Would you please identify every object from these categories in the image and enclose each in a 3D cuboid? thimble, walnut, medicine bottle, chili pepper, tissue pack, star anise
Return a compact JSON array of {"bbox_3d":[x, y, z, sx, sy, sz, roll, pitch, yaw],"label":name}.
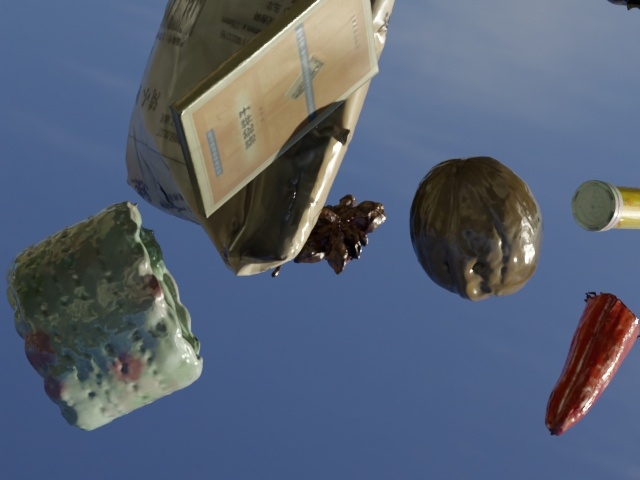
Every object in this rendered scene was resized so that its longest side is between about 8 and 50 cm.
[{"bbox_3d":[-0.215,0.068,1.795,0.149,0.185,0.211,-24,-137,1],"label":"thimble"},{"bbox_3d":[0.163,-0.012,1.908,0.140,0.162,0.140,-9,-129,11],"label":"walnut"},{"bbox_3d":[0.452,-0.048,2.657,0.074,0.074,0.218,30,-162,36],"label":"medicine bottle"},{"bbox_3d":[0.288,0.144,1.992,0.065,0.088,0.169,11,-123,37],"label":"chili pepper"},{"bbox_3d":[-0.076,-0.173,2.102,0.195,0.390,0.375,22,-178,-28],"label":"tissue pack"},{"bbox_3d":[0.000,0.000,2.160,0.097,0.070,0.191,12,-139,26],"label":"star anise"}]

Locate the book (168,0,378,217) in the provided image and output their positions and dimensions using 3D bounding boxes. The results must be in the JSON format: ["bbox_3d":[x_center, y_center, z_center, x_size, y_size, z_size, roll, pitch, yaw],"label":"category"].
[{"bbox_3d":[-0.037,-0.144,1.726,0.018,0.170,0.241,37,-112,27],"label":"book"}]

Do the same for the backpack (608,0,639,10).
[{"bbox_3d":[0.353,-0.348,1.474,0.201,0.378,0.353,24,155,-36],"label":"backpack"}]
